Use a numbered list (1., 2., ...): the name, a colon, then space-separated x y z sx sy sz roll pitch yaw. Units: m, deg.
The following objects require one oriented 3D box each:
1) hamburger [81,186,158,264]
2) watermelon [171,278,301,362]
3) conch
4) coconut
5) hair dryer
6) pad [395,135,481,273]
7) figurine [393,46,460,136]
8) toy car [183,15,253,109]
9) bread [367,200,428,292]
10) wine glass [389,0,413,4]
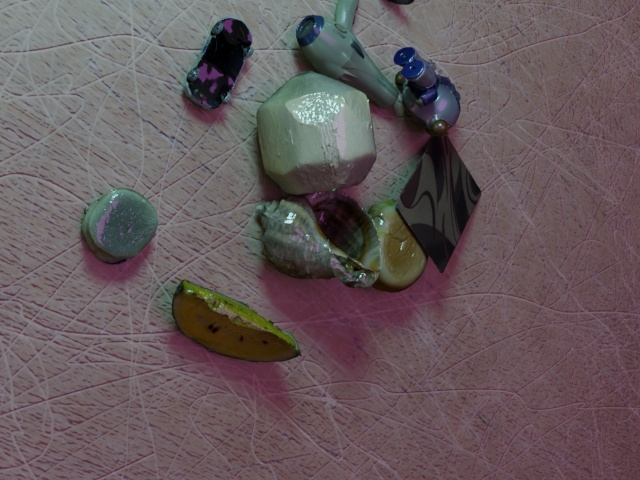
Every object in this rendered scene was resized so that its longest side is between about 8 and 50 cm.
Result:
1. hamburger: -0.382 -0.030 1.558 0.133 0.062 0.140 44 66 -30
2. watermelon: -0.179 0.168 1.652 0.301 0.129 0.123 30 72 -24
3. conch: -0.009 0.006 1.743 0.291 0.159 0.210 42 47 2
4. coconut: -0.006 -0.228 1.699 0.245 0.245 0.247 -14 101 -33
5. hair dryer: 0.095 -0.440 1.862 0.296 0.119 0.298 53 51 -29
6. pad: 0.292 -0.103 1.972 0.220 0.004 0.330 54 45 -22
7. figurine: 0.239 -0.352 1.891 0.133 0.194 0.274 -35 131 5
8. toy car: -0.206 -0.363 1.675 0.095 0.056 0.205 33 69 -29
9. bread: 0.162 0.015 1.891 0.213 0.105 0.213 5 82 -36
10. wine glass: 0.206 -0.664 1.923 0.093 0.093 0.202 24 80 -31
